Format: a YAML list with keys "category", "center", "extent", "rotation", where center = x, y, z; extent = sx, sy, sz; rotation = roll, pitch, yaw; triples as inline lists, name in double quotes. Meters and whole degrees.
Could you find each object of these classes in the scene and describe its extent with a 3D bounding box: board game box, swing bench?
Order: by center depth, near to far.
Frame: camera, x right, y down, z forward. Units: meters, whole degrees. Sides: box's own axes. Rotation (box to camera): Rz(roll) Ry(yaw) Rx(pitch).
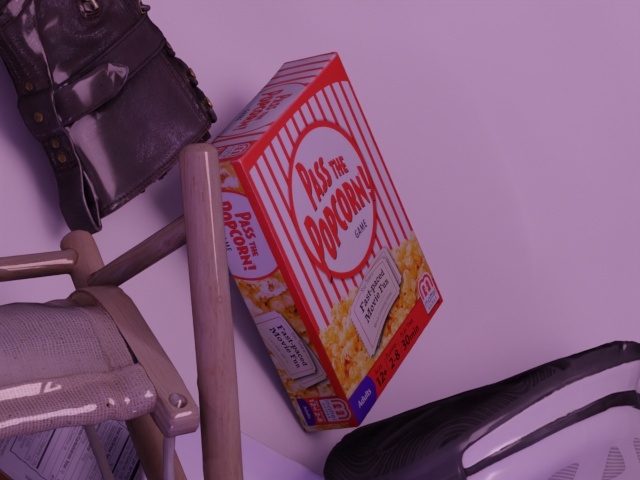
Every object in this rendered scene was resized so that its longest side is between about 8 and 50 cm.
- category: "swing bench"
  center: [-0.160, 0.108, 0.825]
  extent: [0.253, 0.165, 0.255]
  rotation: [-7, 78, -31]
- category: "board game box"
  center: [0.000, 0.000, 1.182]
  extent: [0.147, 0.045, 0.193]
  rotation: [-52, 125, -48]

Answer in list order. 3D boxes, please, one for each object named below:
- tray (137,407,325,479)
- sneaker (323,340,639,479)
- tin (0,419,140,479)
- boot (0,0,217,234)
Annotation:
- category: "tray"
  center: [-0.030, 0.194, 1.053]
  extent: [0.270, 0.030, 0.145]
  rotation: [37, 50, -49]
- category: "sneaker"
  center: [0.177, 0.205, 1.191]
  extent: [0.447, 0.169, 0.257]
  rotation: [-3, 74, -60]
- category: "tin"
  center: [-0.133, 0.121, 1.005]
  extent: [0.190, 0.040, 0.106]
  rotation: [46, 47, -25]
- category: "boot"
  center: [-0.134, -0.152, 1.115]
  extent: [0.229, 0.091, 0.263]
  rotation: [56, 43, -21]
